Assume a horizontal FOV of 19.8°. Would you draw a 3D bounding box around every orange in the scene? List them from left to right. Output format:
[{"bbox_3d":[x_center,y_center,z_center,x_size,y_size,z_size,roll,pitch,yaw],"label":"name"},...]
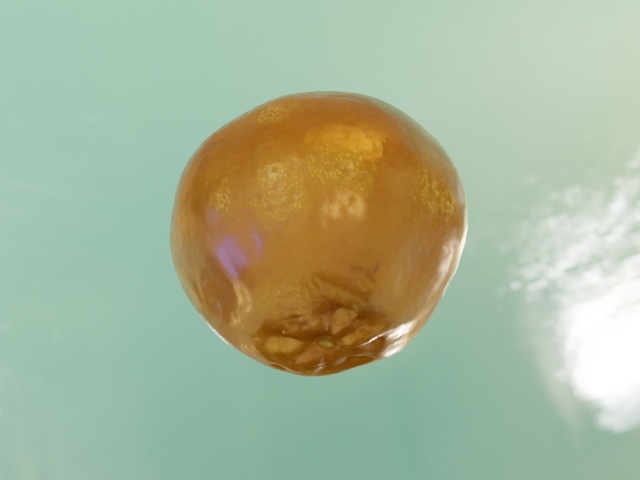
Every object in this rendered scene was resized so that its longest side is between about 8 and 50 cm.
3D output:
[{"bbox_3d":[0.000,0.000,0.957,0.159,0.136,0.159,-5,145,-4],"label":"orange"}]
